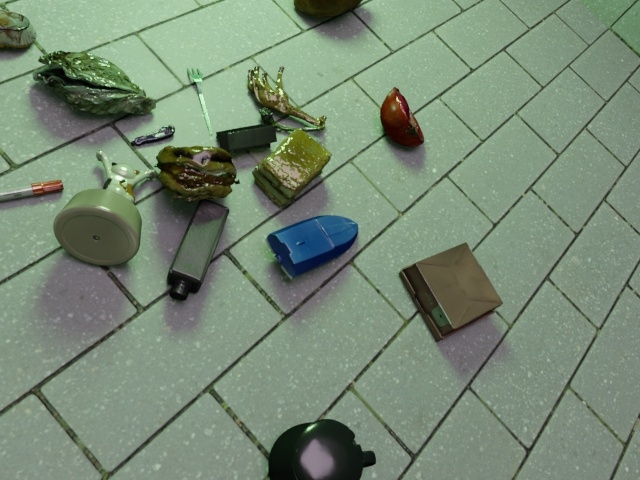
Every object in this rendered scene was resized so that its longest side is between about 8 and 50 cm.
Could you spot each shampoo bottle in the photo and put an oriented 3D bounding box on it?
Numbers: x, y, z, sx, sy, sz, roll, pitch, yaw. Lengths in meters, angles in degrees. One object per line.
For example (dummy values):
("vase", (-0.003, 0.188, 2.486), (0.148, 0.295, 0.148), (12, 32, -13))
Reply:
("shampoo bottle", (-0.288, 0.024, 1.255), (0.079, 0.080, 0.246), (21, 58, -10))

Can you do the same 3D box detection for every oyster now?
("oyster", (-0.566, -0.385, 1.353), (0.267, 0.112, 0.198), (29, 35, 3))

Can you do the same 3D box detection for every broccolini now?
("broccolini", (-0.087, -0.333, 1.559), (0.194, 0.052, 0.054), (13, 25, -18))

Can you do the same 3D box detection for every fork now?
("fork", (-0.326, -0.395, 1.500), (0.039, 0.021, 0.235), (-11, 68, -24))

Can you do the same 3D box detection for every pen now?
("pen", (-0.691, -0.100, 1.183), (0.238, 0.028, 0.028), (-16, 71, -29))

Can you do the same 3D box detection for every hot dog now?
("hot dog", (-0.840, -0.528, 1.329), (0.252, 0.069, 0.131), (0, 55, -26))

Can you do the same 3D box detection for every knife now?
("knife", (-0.429, -0.269, 1.391), (0.121, 0.018, 0.031), (-25, 83, -31))

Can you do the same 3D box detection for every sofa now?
("sofa", (-0.200, -0.276, 1.472), (0.147, 0.085, 0.060), (-18, 112, -30))

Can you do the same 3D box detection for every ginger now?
("ginger", (0.044, -0.848, 1.792), (0.269, 0.200, 0.223), (15, 57, -15))

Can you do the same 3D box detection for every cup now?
("cup", (0.015, 0.449, 1.100), (0.222, 0.177, 0.170), (3, 60, -21))

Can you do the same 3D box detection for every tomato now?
("tomato", (0.243, -0.375, 1.691), (0.189, 0.099, 0.173), (46, 26, -43))

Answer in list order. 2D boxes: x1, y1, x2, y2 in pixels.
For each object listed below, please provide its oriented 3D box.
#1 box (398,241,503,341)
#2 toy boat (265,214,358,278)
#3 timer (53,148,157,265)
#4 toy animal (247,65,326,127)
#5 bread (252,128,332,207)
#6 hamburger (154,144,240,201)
("box", (0.355, 0.133, 1.467), (0.215, 0.086, 0.215), (-18, 71, -29))
("toy boat", (0.000, 0.000, 1.396), (0.295, 0.088, 0.129), (-23, 73, -42))
("timer", (-0.467, -0.095, 1.223), (0.175, 0.175, 0.266), (16, 42, -14))
("toy animal", (-0.104, -0.411, 1.584), (0.275, 0.054, 0.149), (47, 54, 7))
("bread", (-0.076, -0.198, 1.453), (0.138, 0.102, 0.196), (42, 57, 5))
("hamburger", (-0.294, -0.179, 1.301), (0.183, 0.130, 0.206), (1, 25, -29))
